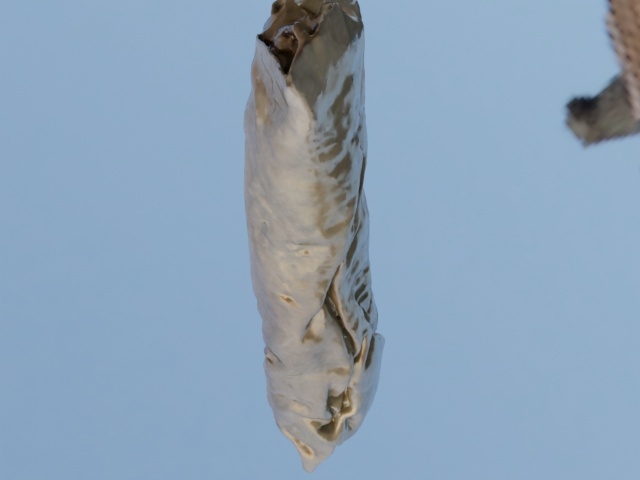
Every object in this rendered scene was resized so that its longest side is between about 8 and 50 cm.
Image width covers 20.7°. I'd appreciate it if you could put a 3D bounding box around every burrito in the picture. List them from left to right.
[{"bbox_3d":[0.000,0.000,1.060,0.076,0.392,0.117,10,-128,11],"label":"burrito"}]
